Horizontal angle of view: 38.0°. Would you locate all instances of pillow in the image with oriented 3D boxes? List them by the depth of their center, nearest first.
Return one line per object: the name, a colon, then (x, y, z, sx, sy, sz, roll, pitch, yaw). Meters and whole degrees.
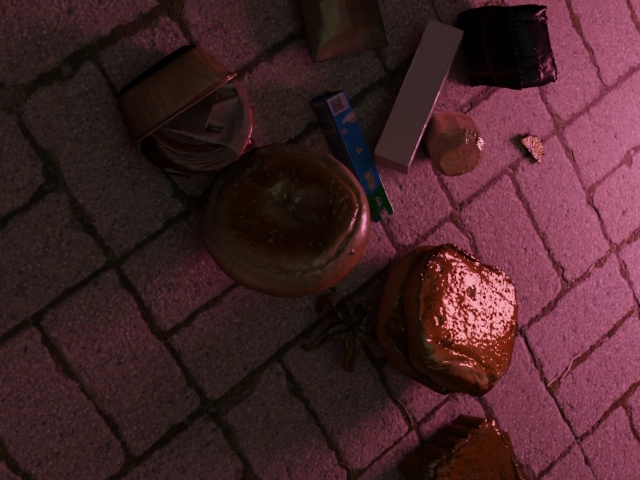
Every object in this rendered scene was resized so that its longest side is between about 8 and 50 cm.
pillow: (0.029, -0.500, 1.760, 0.185, 0.075, 0.302, -19, 104, -27)

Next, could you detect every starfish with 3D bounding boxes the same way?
starfish: (0.061, 0.187, 1.844, 0.190, 0.074, 0.146, 16, 81, -30)

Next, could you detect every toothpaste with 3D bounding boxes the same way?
toothpaste: (0.062, -0.163, 1.815, 0.050, 0.065, 0.266, -32, 108, -26)

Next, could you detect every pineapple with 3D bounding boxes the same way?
pineapple: (0.471, -0.211, 2.056, 0.083, 0.019, 0.045, 41, 81, -26)

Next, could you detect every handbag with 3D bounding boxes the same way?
handbag: (0.377, -0.389, 1.881, 0.155, 0.215, 0.169, -14, 106, -18)

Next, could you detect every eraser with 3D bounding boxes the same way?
eraser: (0.195, -0.285, 1.851, 0.076, 0.078, 0.298, 21, 83, 6)

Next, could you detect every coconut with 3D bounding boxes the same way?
coconut: (0.270, -0.203, 1.896, 0.116, 0.122, 0.116, -7, 132, -8)

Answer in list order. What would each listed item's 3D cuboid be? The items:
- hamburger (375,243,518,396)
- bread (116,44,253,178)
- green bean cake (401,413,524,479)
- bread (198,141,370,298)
hamburger: (0.260, 0.160, 1.872, 0.305, 0.174, 0.284, 34, 65, -38)
bread: (-0.224, -0.214, 1.611, 0.224, 0.142, 0.211, -39, 98, -21)
green bean cake: (0.306, 0.506, 1.969, 0.224, 0.131, 0.229, -31, 105, -25)
bread: (-0.060, -0.031, 1.666, 0.306, 0.158, 0.305, -2, 67, 4)
